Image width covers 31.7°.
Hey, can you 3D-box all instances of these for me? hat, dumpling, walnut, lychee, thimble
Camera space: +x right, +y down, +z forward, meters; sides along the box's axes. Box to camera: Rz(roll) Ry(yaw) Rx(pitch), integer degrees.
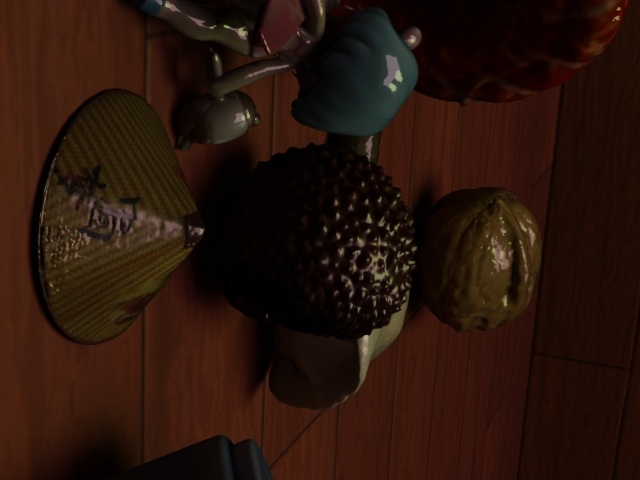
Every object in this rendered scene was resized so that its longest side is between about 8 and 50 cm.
[{"bbox_3d":[-0.122,-0.011,0.825,0.193,0.082,0.193,10,90,-69],"label":"hat"},{"bbox_3d":[0.023,0.055,1.153,0.132,0.162,0.250,24,81,-30],"label":"dumpling"},{"bbox_3d":[0.233,0.030,1.672,0.198,0.198,0.245,-57,159,-48],"label":"walnut"},{"bbox_3d":[0.000,0.000,1.008,0.188,0.188,0.188,9,90,-70],"label":"lychee"},{"bbox_3d":[0.110,-0.301,0.977,0.350,0.350,0.230,75,33,-49],"label":"thimble"}]

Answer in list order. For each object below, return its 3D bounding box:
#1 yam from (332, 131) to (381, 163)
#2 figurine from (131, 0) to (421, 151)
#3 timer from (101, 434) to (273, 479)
[{"bbox_3d":[0.053,-0.177,1.266,0.061,0.061,0.252,10,90,-70],"label":"yam"},{"bbox_3d":[-0.037,-0.140,0.886,0.260,0.103,0.205,20,108,-43],"label":"figurine"},{"bbox_3d":[-0.061,0.365,0.801,0.395,0.173,0.395,162,-90,-88],"label":"timer"}]
